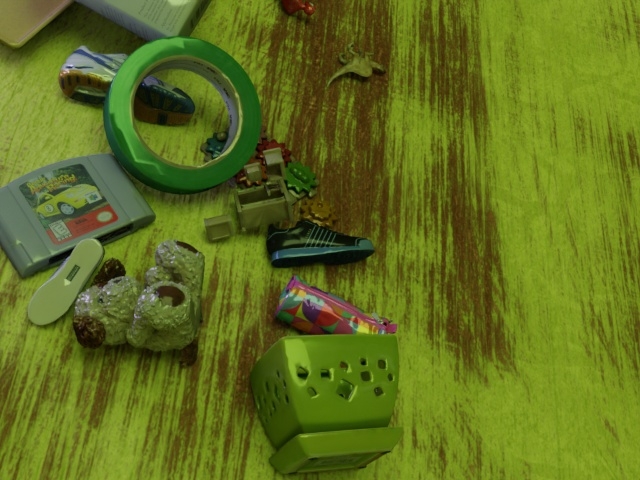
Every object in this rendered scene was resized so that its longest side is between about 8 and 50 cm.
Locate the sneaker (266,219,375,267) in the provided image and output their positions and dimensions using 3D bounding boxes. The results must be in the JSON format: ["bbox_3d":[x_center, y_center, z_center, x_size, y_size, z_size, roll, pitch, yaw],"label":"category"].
[{"bbox_3d":[0.000,0.000,1.883,0.232,0.081,0.091,-3,66,-20],"label":"sneaker"}]

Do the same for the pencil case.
[{"bbox_3d":[0.028,0.155,1.782,0.236,0.104,0.104,23,53,-3],"label":"pencil case"}]

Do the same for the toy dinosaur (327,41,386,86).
[{"bbox_3d":[0.086,-0.440,2.221,0.183,0.053,0.093,-16,66,-27],"label":"toy dinosaur"}]

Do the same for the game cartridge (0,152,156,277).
[{"bbox_3d":[-0.500,-0.063,1.768,0.294,0.060,0.196,-27,66,-32],"label":"game cartridge"}]

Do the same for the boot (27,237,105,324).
[{"bbox_3d":[-0.470,0.080,1.680,0.069,0.086,0.190,39,82,-1],"label":"boot"}]

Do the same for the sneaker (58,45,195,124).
[{"bbox_3d":[-0.411,-0.351,1.953,0.296,0.112,0.131,17,49,-12],"label":"sneaker"}]

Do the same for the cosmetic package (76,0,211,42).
[{"bbox_3d":[-0.431,-0.594,1.937,0.385,0.156,0.217,30,84,-4],"label":"cosmetic package"}]

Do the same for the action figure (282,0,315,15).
[{"bbox_3d":[-0.100,-0.683,2.289,0.280,0.091,0.139,43,64,11],"label":"action figure"}]

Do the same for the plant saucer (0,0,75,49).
[{"bbox_3d":[-0.715,-0.579,2.012,0.332,0.081,0.333,32,53,3],"label":"plant saucer"}]

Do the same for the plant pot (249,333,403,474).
[{"bbox_3d":[0.014,0.300,1.610,0.228,0.227,0.207,0,65,-20],"label":"plant pot"}]

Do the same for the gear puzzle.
[{"bbox_3d":[-0.098,-0.141,1.964,0.339,0.044,0.175,43,55,11],"label":"gear puzzle"}]

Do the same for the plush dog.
[{"bbox_3d":[-0.338,0.130,1.646,0.225,0.211,0.262,4,27,-1],"label":"plush dog"}]

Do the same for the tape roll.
[{"bbox_3d":[-0.286,-0.258,1.861,0.321,0.077,0.321,2,84,-22],"label":"tape roll"}]

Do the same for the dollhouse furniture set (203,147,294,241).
[{"bbox_3d":[-0.161,-0.109,1.835,0.181,0.161,0.101,-13,37,-6],"label":"dollhouse furniture set"}]
